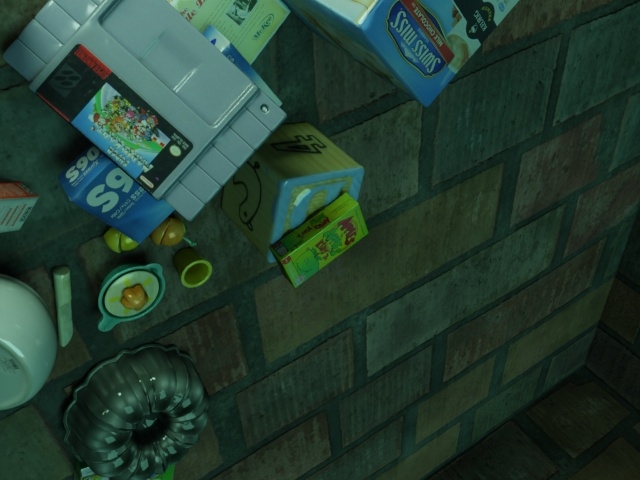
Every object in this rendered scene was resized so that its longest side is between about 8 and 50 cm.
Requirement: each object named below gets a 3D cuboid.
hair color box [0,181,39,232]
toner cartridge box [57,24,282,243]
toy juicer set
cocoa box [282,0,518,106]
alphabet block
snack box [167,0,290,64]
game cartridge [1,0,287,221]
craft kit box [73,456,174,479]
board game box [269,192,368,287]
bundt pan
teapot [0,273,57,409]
[{"bbox_3d":[-0.508,-0.049,1.034,0.072,0.043,0.141,-54,174,11],"label":"hair color box"},{"bbox_3d":[-0.242,-0.166,1.100,0.348,0.075,0.165,-44,143,3],"label":"toner cartridge box"},{"bbox_3d":[-0.376,0.075,1.278,0.329,0.089,0.209,-30,139,-17],"label":"toy juicer set"},{"bbox_3d":[0.085,-0.416,1.046,0.228,0.347,0.231,-50,141,6],"label":"cocoa box"},{"bbox_3d":[-0.059,-0.101,1.318,0.193,0.197,0.192,-11,130,-35],"label":"alphabet block"},{"bbox_3d":[-0.213,-0.310,1.104,0.322,0.060,0.187,-51,141,8],"label":"snack box"},{"bbox_3d":[-0.253,-0.221,0.981,0.355,0.068,0.230,42,89,-10],"label":"game cartridge"},{"bbox_3d":[-0.486,0.588,1.663,0.249,0.061,0.247,-11,133,-35],"label":"craft kit box"},{"bbox_3d":[0.000,0.000,1.265,0.181,0.043,0.092,-36,140,-11],"label":"board game box"},{"bbox_3d":[-0.389,0.401,1.486,0.330,0.124,0.331,-20,126,-30],"label":"bundt pan"},{"bbox_3d":[-0.550,0.142,1.117,0.252,0.187,0.256,30,125,-18],"label":"teapot"}]
